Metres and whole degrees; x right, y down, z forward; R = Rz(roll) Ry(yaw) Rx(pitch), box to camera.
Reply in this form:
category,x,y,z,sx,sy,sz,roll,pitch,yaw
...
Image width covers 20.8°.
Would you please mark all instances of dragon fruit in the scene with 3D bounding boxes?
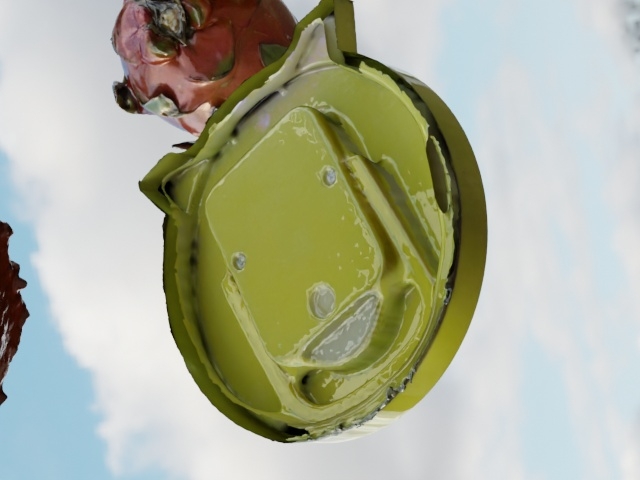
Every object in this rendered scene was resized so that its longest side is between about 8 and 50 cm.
category,x,y,z,sx,sy,sz,roll,pitch,yaw
dragon fruit,-0.128,-0.210,1.914,0.227,0.224,0.224,13,-116,-42

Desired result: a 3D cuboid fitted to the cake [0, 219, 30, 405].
category,x,y,z,sx,sy,sz,roll,pitch,yaw
cake,-0.272,0.097,0.971,0.177,0.150,0.283,96,-167,-74

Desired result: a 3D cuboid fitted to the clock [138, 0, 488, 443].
category,x,y,z,sx,sy,sz,roll,pitch,yaw
clock,0.003,0.002,1.241,0.071,0.277,0.293,12,-129,-47
